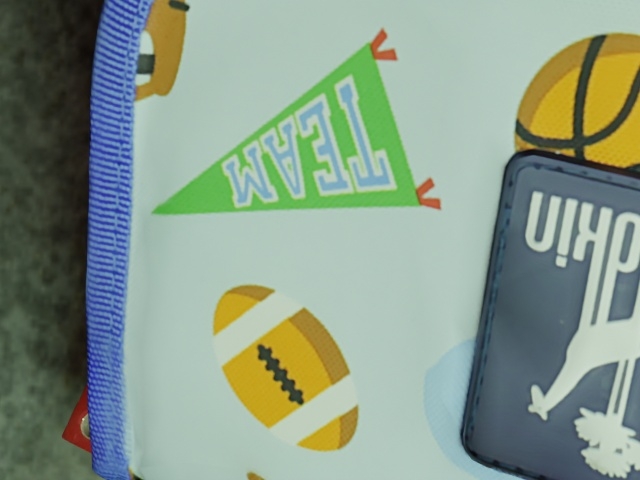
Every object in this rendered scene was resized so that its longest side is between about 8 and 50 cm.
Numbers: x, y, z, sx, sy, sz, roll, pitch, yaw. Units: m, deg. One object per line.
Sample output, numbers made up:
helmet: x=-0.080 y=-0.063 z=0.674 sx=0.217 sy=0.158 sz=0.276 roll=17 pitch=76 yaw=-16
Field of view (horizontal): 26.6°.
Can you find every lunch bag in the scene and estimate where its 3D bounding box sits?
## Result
lunch bag: x=0.124 y=-0.065 z=0.418 sx=0.327 sy=0.239 sz=0.386 roll=14 pitch=80 yaw=21

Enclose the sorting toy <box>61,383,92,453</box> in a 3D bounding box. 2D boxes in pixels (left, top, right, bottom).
sorting toy: x=0.000 y=0.000 z=0.574 sx=0.132 sy=0.046 sz=0.275 roll=21 pitch=82 yaw=17
